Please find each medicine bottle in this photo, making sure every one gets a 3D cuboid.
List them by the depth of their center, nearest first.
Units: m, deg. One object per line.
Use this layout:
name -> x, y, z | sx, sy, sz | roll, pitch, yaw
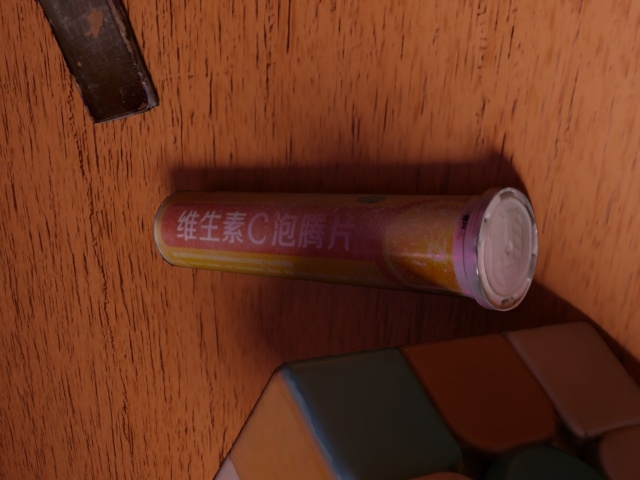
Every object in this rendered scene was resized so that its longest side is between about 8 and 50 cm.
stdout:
medicine bottle -> 0.000, 0.000, 0.880 | 0.426, 0.108, 0.108 | 3, 115, 40

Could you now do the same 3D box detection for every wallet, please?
wallet -> -0.269, -0.254, 1.017 | 0.122, 0.031, 0.232 | -7, 111, 38

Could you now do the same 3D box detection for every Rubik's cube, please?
Rubik's cube -> 0.112, 0.308, 0.706 | 0.347, 0.347, 0.344 | -60, 45, 37
